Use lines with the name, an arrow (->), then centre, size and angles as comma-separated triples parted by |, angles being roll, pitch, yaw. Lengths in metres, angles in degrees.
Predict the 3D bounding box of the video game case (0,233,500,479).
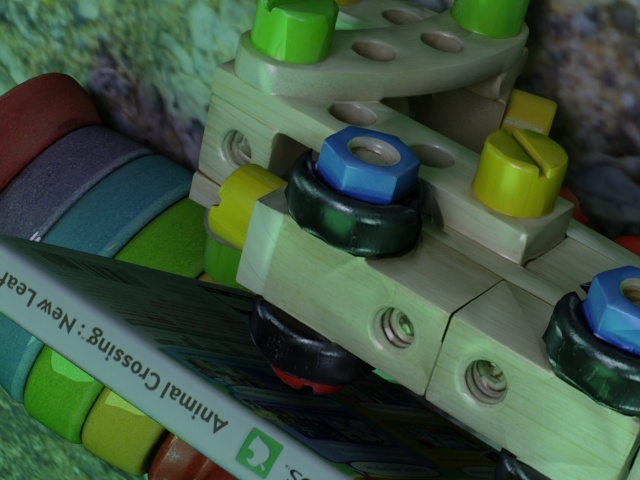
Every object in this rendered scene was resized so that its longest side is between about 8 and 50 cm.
video game case -> -0.005, 0.063, 0.610 | 0.193, 0.023, 0.212 | 31, -175, 24

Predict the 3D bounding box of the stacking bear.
stacking bear -> -0.078, 0.061, 0.860 | 0.289, 0.164, 0.175 | 40, -178, 8

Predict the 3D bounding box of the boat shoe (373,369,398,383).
boat shoe -> 0.083, 0.054, 0.755 | 0.227, 0.079, 0.081 | 6, 141, 51

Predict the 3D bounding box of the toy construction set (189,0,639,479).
toy construction set -> 0.089, -0.009, 0.589 | 0.327, 0.215, 0.151 | 16, 117, 31
